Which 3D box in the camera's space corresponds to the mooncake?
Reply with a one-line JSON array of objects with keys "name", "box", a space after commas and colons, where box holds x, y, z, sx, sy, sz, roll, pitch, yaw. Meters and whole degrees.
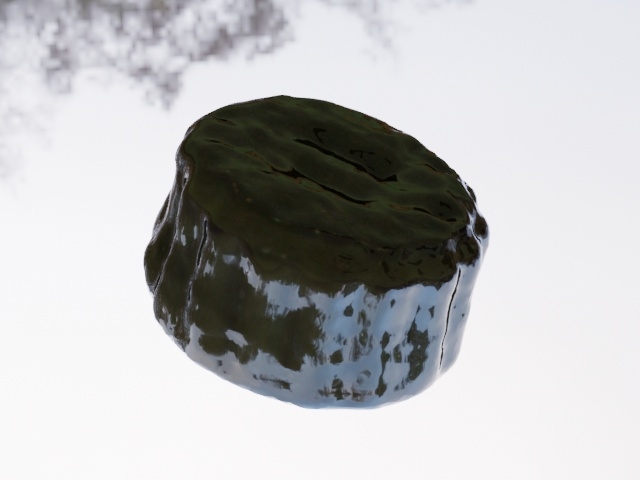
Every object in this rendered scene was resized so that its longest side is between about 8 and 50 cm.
[{"name": "mooncake", "box": [0.000, 0.000, 1.598, 0.290, 0.161, 0.290, 12, -150, -7]}]
